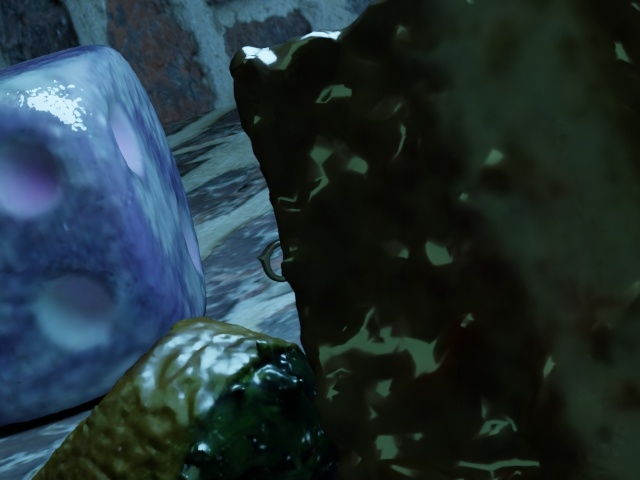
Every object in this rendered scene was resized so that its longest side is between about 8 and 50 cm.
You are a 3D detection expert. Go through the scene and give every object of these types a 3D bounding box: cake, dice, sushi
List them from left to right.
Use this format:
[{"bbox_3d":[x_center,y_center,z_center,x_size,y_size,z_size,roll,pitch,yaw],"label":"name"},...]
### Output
[{"bbox_3d":[-0.262,-0.005,1.500,0.270,0.271,0.270,-17,12,7],"label":"dice"},{"bbox_3d":[-0.058,0.124,0.979,0.149,0.140,0.287,-55,-11,34],"label":"sushi"},{"bbox_3d":[0.146,0.032,0.590,0.290,0.255,0.282,-19,-13,8],"label":"cake"}]

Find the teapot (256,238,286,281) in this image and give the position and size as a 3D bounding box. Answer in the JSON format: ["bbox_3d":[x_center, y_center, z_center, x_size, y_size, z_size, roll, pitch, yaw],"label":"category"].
[{"bbox_3d":[0.000,0.000,1.562,0.121,0.068,0.076,-21,13,-12],"label":"teapot"}]
